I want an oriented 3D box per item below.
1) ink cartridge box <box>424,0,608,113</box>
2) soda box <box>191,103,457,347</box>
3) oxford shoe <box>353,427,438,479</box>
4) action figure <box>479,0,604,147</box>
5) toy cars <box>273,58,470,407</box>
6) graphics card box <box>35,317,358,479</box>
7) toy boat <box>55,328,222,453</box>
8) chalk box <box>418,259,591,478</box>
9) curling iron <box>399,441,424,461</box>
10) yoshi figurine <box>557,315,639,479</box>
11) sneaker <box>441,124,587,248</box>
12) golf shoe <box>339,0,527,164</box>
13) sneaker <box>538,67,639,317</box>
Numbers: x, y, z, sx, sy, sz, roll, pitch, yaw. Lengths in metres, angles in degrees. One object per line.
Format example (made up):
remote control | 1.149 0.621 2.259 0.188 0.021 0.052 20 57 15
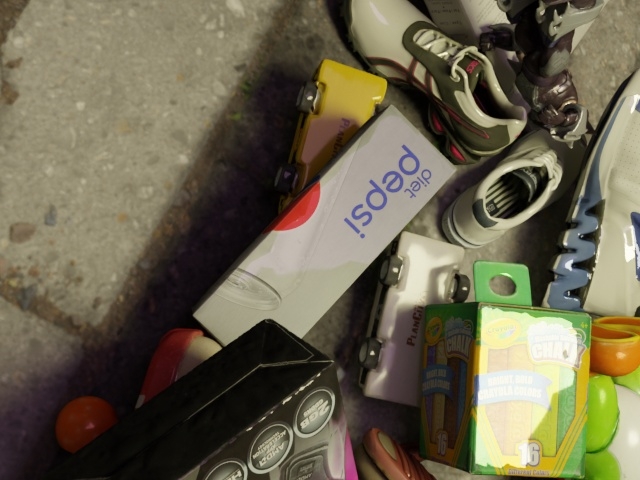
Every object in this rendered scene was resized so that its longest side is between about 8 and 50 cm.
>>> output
ink cartridge box | 0.262 -0.348 1.215 0.296 0.066 0.261 -51 127 -25
soda box | 0.000 0.000 0.920 0.098 0.091 0.286 44 84 -7
oxford shoe | 0.112 0.355 0.939 0.130 0.123 0.348 -31 99 6
action figure | 0.251 -0.213 1.049 0.099 0.285 0.185 -34 60 -7
toy cars | 0.051 -0.004 1.028 0.176 0.087 0.394 -26 94 -16
graphics card box | -0.070 0.275 0.787 0.232 0.094 0.371 -33 131 -28
toy boat | -0.178 0.190 0.860 0.151 0.151 0.231 13 70 9
chalk box | 0.189 0.127 0.945 0.132 0.132 0.213 5 84 -17
curling iron | 0.085 0.236 1.001 0.273 0.068 0.035 -4 78 -23
yoshi figurine | 0.341 0.273 0.986 0.203 0.203 0.362 1 95 4
sneaker | 0.264 -0.073 1.137 0.258 0.091 0.094 -40 97 -28
golf shoe | 0.141 -0.218 1.098 0.273 0.120 0.105 46 65 -8
sneaker | 0.397 -0.033 1.105 0.182 0.127 0.316 18 96 8
